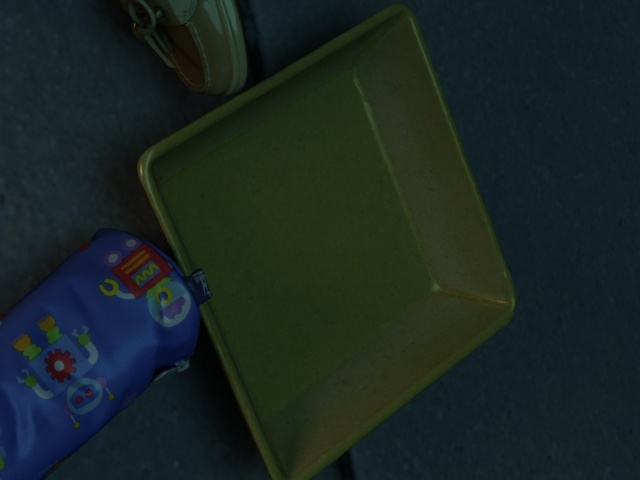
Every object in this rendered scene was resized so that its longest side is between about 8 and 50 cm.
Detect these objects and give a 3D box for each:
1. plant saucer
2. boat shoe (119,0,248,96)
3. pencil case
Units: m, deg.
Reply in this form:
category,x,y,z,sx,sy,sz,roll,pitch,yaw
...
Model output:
category,x,y,z,sx,sy,sz,roll,pitch,yaw
plant saucer,0.000,0.000,1.521,0.333,0.081,0.332,-34,112,-33
boat shoe,-0.155,-0.237,1.385,0.089,0.104,0.285,-33,101,-28
pencil case,-0.221,0.120,1.321,0.133,0.119,0.306,48,62,-4
